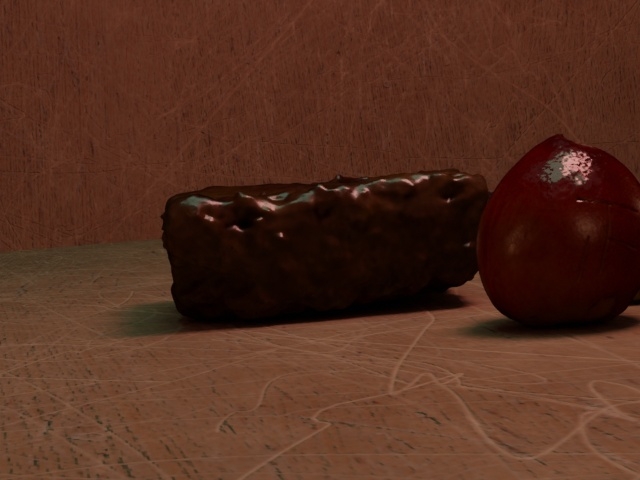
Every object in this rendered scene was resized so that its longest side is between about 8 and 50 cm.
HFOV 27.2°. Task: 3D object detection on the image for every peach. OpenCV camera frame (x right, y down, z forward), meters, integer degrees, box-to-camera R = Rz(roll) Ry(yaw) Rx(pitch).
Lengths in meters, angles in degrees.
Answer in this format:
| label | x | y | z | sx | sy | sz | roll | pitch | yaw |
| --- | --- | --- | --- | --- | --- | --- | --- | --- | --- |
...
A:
| label | x | y | z | sx | sy | sz | roll | pitch | yaw |
| --- | --- | --- | --- | --- | --- | --- | --- | --- | --- |
| peach | 0.254 | -0.011 | 1.364 | 0.197 | 0.197 | 0.197 | -4 | 4 | 0 |

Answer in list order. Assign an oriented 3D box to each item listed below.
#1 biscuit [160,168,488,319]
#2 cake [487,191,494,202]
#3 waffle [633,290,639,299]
| label | x | y | z | sx | sy | sz | roll | pitch | yaw |
| --- | --- | --- | --- | --- | --- | --- | --- | --- | --- |
| biscuit | 0.000 | 0.000 | 1.678 | 0.394 | 0.166 | 0.342 | -6 | 6 | -6 |
| cake | 0.174 | -0.005 | 1.988 | 0.295 | 0.116 | 0.113 | -8 | 9 | -17 |
| waffle | 0.448 | 0.030 | 1.556 | 0.283 | 0.065 | 0.309 | -7 | 7 | -7 |
